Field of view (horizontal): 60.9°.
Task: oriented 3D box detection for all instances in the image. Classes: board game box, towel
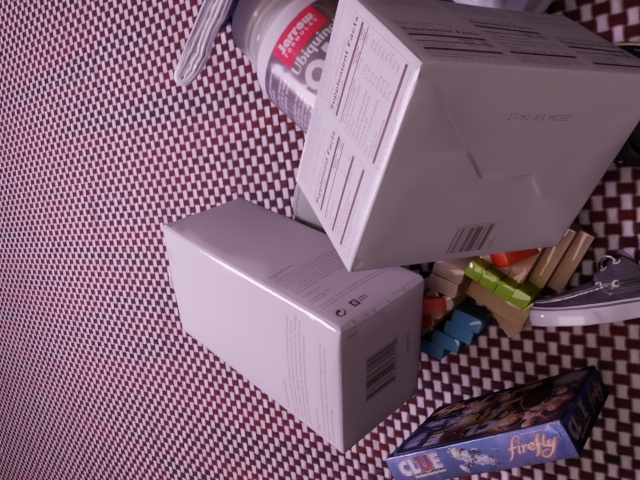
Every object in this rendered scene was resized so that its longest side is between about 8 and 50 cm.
[{"bbox_3d":[0.222,0.237,0.692,0.243,0.165,0.042,-31,81,37],"label":"board game box"},{"bbox_3d":[-0.131,-0.355,0.786,0.034,0.285,0.209,27,123,-16],"label":"towel"}]

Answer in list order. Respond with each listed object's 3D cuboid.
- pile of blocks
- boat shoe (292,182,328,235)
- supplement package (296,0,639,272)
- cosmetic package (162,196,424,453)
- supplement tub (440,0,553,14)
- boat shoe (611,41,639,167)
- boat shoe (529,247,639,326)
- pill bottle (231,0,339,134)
[{"bbox_3d":[0.182,0.087,0.720,0.362,0.113,0.149,-44,74,36],"label":"pile of blocks"},{"bbox_3d":[0.000,0.000,0.852,0.114,0.091,0.302,44,137,17],"label":"boat shoe"},{"bbox_3d":[0.137,-0.101,0.522,0.145,0.262,0.204,-119,34,-41],"label":"supplement package"},{"bbox_3d":[-0.052,0.092,0.759,0.365,0.155,0.197,26,130,40],"label":"cosmetic package"},{"bbox_3d":[0.123,-0.375,0.604,0.316,0.194,0.193,43,123,21],"label":"supplement tub"},{"bbox_3d":[0.338,-0.134,0.547,0.340,0.113,0.127,18,112,33],"label":"boat shoe"},{"bbox_3d":[0.342,0.044,0.594,0.229,0.080,0.076,-15,81,26],"label":"boat shoe"},{"bbox_3d":[0.028,-0.217,0.724,0.318,0.176,0.176,46,124,20],"label":"pill bottle"}]
